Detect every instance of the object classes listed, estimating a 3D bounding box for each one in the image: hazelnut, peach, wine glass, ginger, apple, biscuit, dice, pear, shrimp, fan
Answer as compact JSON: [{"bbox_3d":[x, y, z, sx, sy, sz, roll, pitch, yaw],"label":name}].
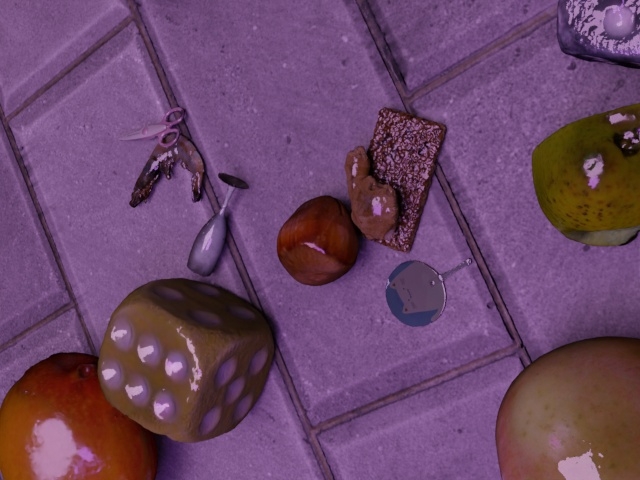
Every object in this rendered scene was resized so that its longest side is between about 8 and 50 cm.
[{"bbox_3d":[0.000,0.000,1.535,0.150,0.150,0.150,3,96,31],"label":"hazelnut"},{"bbox_3d":[-0.483,0.398,1.757,0.372,0.290,0.372,48,147,46],"label":"peach"},{"bbox_3d":[-0.200,-0.027,1.689,0.066,0.066,0.198,34,111,24],"label":"wine glass"},{"bbox_3d":[0.085,-0.080,1.480,0.096,0.067,0.165,-22,83,55],"label":"ginger"},{"bbox_3d":[0.400,0.290,1.221,0.277,0.319,0.319,-29,79,21],"label":"apple"},{"bbox_3d":[0.125,-0.101,1.510,0.131,0.025,0.231,21,105,28],"label":"biscuit"},{"bbox_3d":[0.433,-0.328,1.214,0.181,0.182,0.183,15,101,30],"label":"dice"},{"bbox_3d":[0.418,-0.086,1.213,0.292,0.292,0.159,-16,77,31],"label":"pear"},{"bbox_3d":[-0.245,0.214,1.638,0.238,0.233,0.227,25,106,26],"label":"dice"},{"bbox_3d":[-0.298,-0.108,1.759,0.148,0.035,0.195,44,112,18],"label":"shrimp"},{"bbox_3d":[0.183,0.075,1.502,0.175,0.005,0.113,-34,77,28],"label":"fan"}]

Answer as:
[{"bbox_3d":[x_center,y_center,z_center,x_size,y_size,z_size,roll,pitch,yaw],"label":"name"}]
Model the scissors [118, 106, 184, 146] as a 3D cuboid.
[{"bbox_3d":[-0.338,-0.216,1.772,0.176,0.022,0.085,-6,67,36],"label":"scissors"}]
